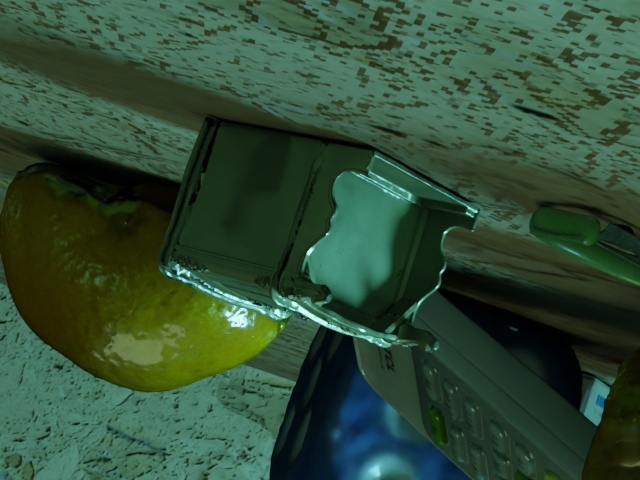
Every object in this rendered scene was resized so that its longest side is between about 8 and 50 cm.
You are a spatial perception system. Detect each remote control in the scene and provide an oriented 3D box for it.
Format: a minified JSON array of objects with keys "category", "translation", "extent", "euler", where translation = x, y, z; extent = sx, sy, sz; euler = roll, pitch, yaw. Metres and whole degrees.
[{"category":"remote control","translation":[0.104,0.105,0.923],"extent":[0.250,0.034,0.103],"euler":[41,159,30]}]

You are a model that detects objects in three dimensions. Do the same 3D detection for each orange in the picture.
[{"category":"orange","translation":[-0.095,0.022,1.024],"extent":[0.160,0.112,0.170],"euler":[21,161,-21]}]

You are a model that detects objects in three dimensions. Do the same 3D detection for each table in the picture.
[{"category":"table","translation":[0.000,0.000,0.727],"extent":[0.083,0.062,0.079],"euler":[12,172,41]}]

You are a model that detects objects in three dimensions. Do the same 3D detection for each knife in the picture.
[{"category":"knife","translation":[0.150,0.026,0.739],"extent":[0.212,0.015,0.054],"euler":[23,172,-38]}]

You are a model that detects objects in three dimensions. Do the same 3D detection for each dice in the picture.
[{"category":"dice","translation":[0.060,0.107,1.098],"extent":[0.146,0.143,0.146],"euler":[20,173,-8]}]

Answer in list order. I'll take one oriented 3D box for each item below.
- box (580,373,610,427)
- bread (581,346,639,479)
[{"category":"box","translation":[0.143,0.205,1.292],"extent":[0.067,0.233,0.149],"euler":[15,171,25]},{"category":"bread","translation":[0.250,0.108,0.808],"extent":[0.271,0.077,0.139],"euler":[19,-156,17]}]
